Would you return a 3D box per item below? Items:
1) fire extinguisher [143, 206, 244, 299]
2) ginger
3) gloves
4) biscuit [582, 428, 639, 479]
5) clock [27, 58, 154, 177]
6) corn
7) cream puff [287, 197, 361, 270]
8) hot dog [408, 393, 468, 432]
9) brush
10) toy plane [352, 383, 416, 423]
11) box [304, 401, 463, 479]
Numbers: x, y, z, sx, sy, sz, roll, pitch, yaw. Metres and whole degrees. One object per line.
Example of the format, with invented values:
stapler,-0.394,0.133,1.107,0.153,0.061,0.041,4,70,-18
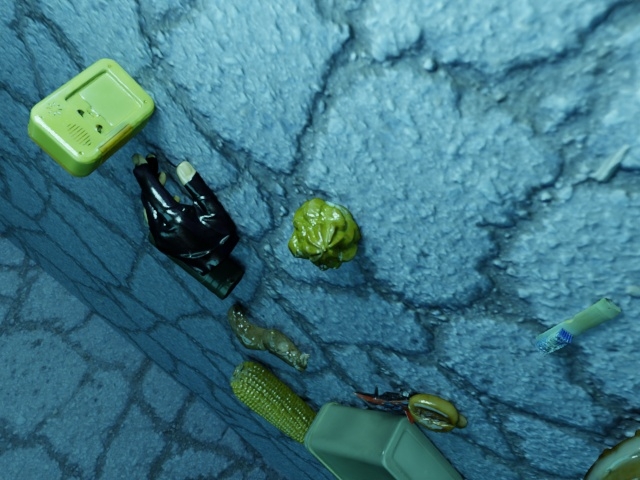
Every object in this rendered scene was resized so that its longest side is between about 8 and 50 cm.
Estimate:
fire extinguisher,-0.335,0.016,1.355,0.311,0.095,0.114,38,115,-2
ginger,-0.159,0.286,1.534,0.290,0.084,0.122,29,155,16
gloves,-0.308,-0.068,1.182,0.197,0.152,0.301,-33,92,30
biscuit,0.580,0.455,0.885,0.268,0.115,0.366,-22,114,23
clock,-0.428,-0.231,1.011,0.143,0.202,0.096,47,147,-15
corn,-0.151,0.563,1.848,0.387,0.144,0.144,43,149,-13
cream puff,0.000,0.000,0.961,0.146,0.116,0.146,23,145,17
hot dog,0.277,0.406,1.264,0.140,0.060,0.090,15,119,22
brush,0.386,0.136,0.822,0.033,0.030,0.179,43,151,11
toy plane,0.174,0.403,1.353,0.189,0.061,0.130,23,150,-1
box,0.184,0.656,1.586,0.343,0.177,0.352,-14,121,52
